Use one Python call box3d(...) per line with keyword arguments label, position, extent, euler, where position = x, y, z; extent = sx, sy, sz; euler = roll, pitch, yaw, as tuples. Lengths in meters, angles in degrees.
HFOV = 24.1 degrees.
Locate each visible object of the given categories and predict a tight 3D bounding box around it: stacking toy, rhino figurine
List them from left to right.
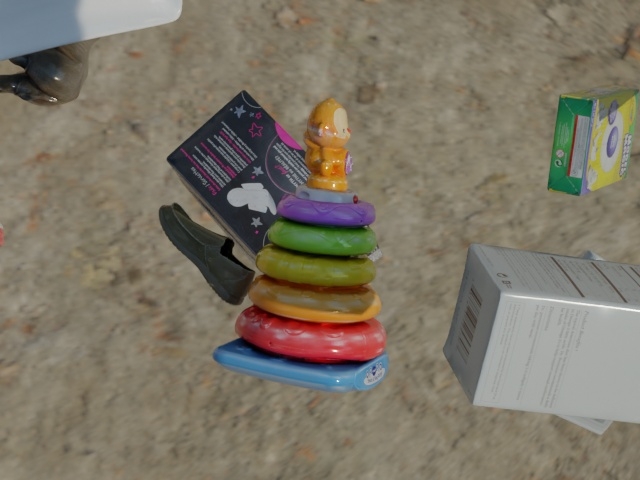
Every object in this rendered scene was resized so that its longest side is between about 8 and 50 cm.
box3d(label="rhino figurine", position=(-0.276, -0.238, 1.577), extent=(0.106, 0.243, 0.073), euler=(27, 141, -17))
box3d(label="stacking toy", position=(0.000, 0.000, 1.586), extent=(0.166, 0.175, 0.301), euler=(9, 98, 18))

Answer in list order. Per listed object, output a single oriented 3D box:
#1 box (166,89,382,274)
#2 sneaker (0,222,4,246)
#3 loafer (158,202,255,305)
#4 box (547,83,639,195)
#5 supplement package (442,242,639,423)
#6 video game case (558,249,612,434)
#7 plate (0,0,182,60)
box3d(label="box", position=(-0.059, -0.042, 1.946), extent=(0.142, 0.163, 0.247), euler=(-41, 68, -5))
box3d(label="sneaker", position=(-0.461, -0.073, 1.504), extent=(0.116, 0.314, 0.136), euler=(-14, 68, 45))
box3d(label="loafer", position=(-0.126, 0.008, 1.712), extent=(0.050, 0.056, 0.148), euler=(-43, 80, 10))
box3d(label="box", position=(0.298, -0.110, 1.608), extent=(0.043, 0.179, 0.105), euler=(12, 105, 25))
box3d(label="supplement package", position=(0.207, 0.077, 1.235), extent=(0.179, 0.105, 0.105), euler=(8, 110, -13))
box3d(label="video game case", position=(0.347, 0.134, 1.896), extent=(0.206, 0.227, 0.026), euler=(-54, 39, 12))
box3d(label="plate", position=(-0.246, -0.324, 1.435), extent=(0.045, 0.278, 0.277), euler=(27, 124, 37))
